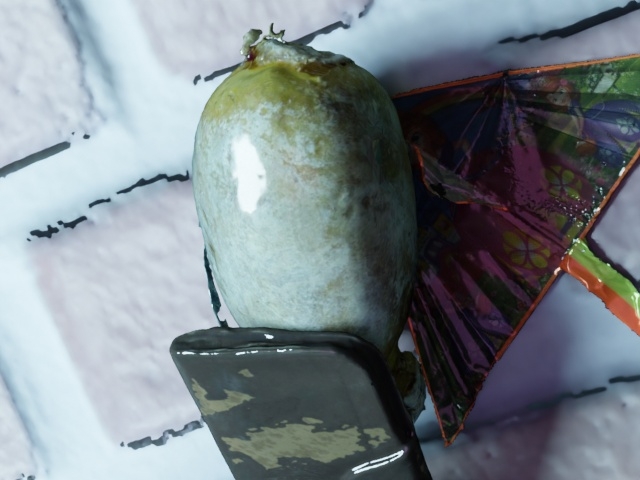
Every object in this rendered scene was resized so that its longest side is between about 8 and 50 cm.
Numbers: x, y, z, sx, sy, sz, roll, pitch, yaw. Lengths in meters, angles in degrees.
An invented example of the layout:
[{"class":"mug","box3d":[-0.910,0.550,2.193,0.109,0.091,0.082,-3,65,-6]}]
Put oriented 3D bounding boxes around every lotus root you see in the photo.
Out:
[{"class":"lotus root","box3d":[-0.003,0.001,0.697,0.088,0.088,0.165,-2,116,20]}]

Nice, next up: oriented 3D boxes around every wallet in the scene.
[{"class":"wallet","box3d":[0.003,0.089,0.715,0.082,0.018,0.157,0,135,22]}]

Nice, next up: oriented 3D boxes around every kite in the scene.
[{"class":"kite","box3d":[0.075,-0.005,0.707,0.159,0.010,0.190,33,114,7]}]
